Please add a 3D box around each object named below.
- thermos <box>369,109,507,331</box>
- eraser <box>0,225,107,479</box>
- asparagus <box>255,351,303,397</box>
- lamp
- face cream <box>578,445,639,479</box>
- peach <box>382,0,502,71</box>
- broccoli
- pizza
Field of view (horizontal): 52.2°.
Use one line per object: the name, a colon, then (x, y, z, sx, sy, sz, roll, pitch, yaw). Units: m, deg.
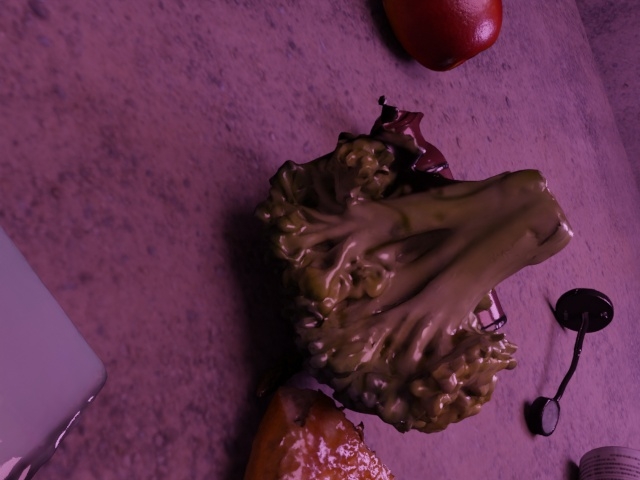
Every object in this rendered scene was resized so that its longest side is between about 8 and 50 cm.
thermos: (0.140, -0.020, 0.921, 0.109, 0.136, 0.330, -33, 102, -81)
eraser: (-0.268, 0.028, 0.359, 0.290, 0.104, 0.189, 59, 42, -14)
asparagus: (0.002, 0.127, 0.725, 0.236, 0.027, 0.034, -10, 72, -54)
lamp: (0.452, 0.232, 1.250, 0.371, 0.109, 0.130, -47, 125, -35)
face cream: (0.498, 0.540, 1.079, 0.145, 0.145, 0.369, 50, 42, -25)
peach: (0.204, -0.408, 1.104, 0.226, 0.196, 0.190, 62, 1, -7)
broccoli: (0.099, 0.014, 0.654, 0.293, 0.281, 0.347, 51, 24, -26)
pizza: (0.015, 0.301, 0.609, 0.226, 0.086, 0.335, 6, 69, -47)
